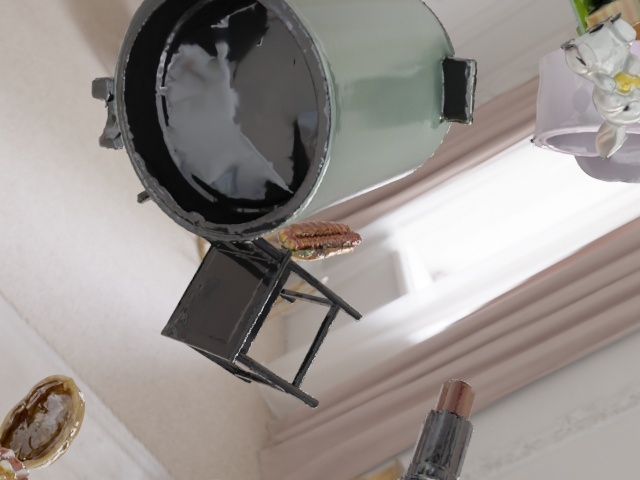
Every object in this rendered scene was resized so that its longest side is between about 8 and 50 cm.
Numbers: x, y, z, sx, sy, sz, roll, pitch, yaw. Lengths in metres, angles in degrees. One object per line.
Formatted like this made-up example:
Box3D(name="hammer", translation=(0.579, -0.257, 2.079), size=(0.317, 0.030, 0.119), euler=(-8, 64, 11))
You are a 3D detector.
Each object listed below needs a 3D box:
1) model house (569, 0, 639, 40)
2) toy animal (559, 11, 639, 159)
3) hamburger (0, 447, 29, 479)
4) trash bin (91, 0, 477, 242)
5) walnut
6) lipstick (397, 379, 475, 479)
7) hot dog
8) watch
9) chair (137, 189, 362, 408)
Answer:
Box3D(name="model house", translation=(0.565, -0.330, 1.205), size=(0.242, 0.312, 0.358), euler=(-52, 125, -40))
Box3D(name="toy animal", translation=(0.288, -0.152, 0.798), size=(0.124, 0.071, 0.085), euler=(54, -12, -9))
Box3D(name="hamburger", translation=(-0.284, 0.267, 0.597), size=(0.295, 0.151, 0.227), euler=(62, 5, 31))
Box3D(name="trash bin", translation=(-0.020, -0.134, 0.751), size=(0.262, 0.277, 0.217), euler=(-26, 119, -57))
Box3D(name="walnut", translation=(-0.554, 0.382, 1.666), size=(0.167, 0.211, 0.087), euler=(31, -15, 35))
Box3D(name="lipstick", translation=(0.136, 0.306, 1.017), size=(0.081, 0.081, 0.300), euler=(51, 47, -33))
Box3D(name="hot dog", translation=(0.001, -0.001, 1.177), size=(0.144, 0.038, 0.062), euler=(-4, 70, -40))
Box3D(name="watch", translation=(0.386, -0.151, 0.986), size=(0.217, 0.248, 0.211), euler=(8, 87, -54))
Box3D(name="chair", translation=(-0.097, 0.062, 0.903), size=(0.154, 0.141, 0.260), euler=(8, -25, 49))
